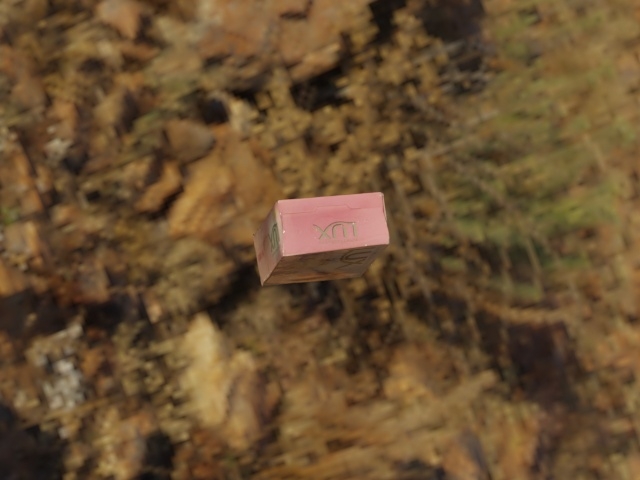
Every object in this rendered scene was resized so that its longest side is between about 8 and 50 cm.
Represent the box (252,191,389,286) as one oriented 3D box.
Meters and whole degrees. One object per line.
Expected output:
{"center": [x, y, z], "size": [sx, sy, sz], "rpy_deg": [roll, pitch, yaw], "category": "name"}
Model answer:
{"center": [0.000, 0.000, 1.695], "size": [0.156, 0.111, 0.060], "rpy_deg": [127, -45, -75], "category": "box"}
